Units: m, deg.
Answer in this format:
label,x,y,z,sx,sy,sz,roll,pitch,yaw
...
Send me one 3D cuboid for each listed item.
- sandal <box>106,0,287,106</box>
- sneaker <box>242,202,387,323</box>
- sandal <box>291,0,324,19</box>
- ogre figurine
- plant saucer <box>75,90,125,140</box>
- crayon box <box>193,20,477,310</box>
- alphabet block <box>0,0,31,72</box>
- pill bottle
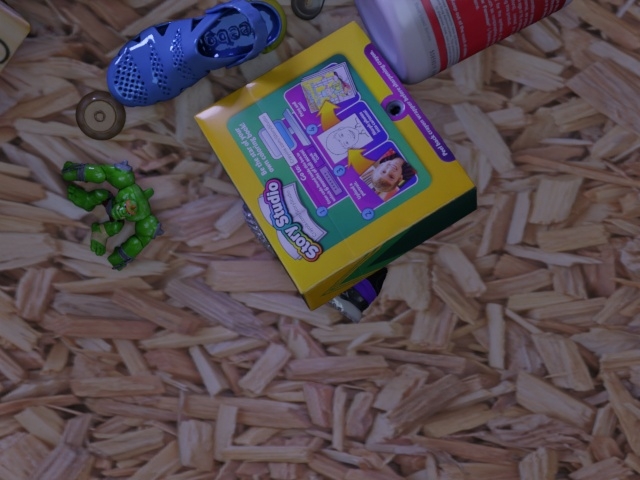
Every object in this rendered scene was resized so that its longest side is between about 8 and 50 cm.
label,x,y,z,sx,sy,sz,roll,pitch,yaw
sandal,-0.203,-0.312,1.473,0.317,0.138,0.126,-27,105,0
sneaker,0.000,0.000,1.583,0.293,0.102,0.146,43,86,-16
sandal,-0.007,-0.458,1.514,0.072,0.049,0.180,10,99,-9
ogre figurine,-0.344,-0.055,1.528,0.118,0.097,0.197,-21,87,15
plant saucer,-0.370,-0.210,1.531,0.083,0.015,0.084,-1,101,-7
crayon box,0.021,-0.125,1.461,0.313,0.106,0.363,-32,69,-1
alphabet block,-0.587,-0.323,1.355,0.192,0.193,0.197,-51,135,5
pill bottle,0.269,-0.438,1.463,0.407,0.229,0.229,-27,103,-2
